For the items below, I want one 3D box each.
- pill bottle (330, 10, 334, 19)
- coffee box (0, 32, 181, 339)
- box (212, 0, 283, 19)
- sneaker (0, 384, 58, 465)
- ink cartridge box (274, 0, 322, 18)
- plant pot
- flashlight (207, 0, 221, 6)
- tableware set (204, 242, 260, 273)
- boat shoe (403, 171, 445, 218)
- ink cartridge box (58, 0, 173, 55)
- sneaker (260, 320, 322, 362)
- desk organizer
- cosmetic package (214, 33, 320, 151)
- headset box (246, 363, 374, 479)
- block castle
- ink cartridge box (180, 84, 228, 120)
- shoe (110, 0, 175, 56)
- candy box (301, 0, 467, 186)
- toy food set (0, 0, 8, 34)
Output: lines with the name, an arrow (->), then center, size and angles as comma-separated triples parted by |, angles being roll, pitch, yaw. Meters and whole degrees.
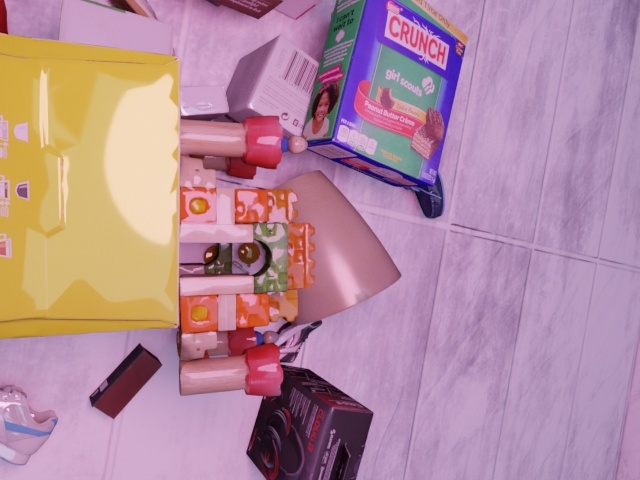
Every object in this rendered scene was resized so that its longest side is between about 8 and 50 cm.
pill bottle -> 0.118, -0.368, 1.034 | 0.169, 0.169, 0.301 | -21, 106, -27
coffee box -> -0.381, -0.067, 0.642 | 0.338, 0.334, 0.337 | 0, 95, -22
box -> -0.165, -0.611, 0.786 | 0.191, 0.143, 0.381 | -6, 82, -50
sneaker -> -0.549, 0.273, 0.756 | 0.092, 0.087, 0.228 | -52, 124, -24
ink cartridge box -> -0.028, -0.602, 0.920 | 0.100, 0.172, 0.237 | 12, 88, -31
plant pot -> 0.000, 0.000, 0.976 | 0.257, 0.256, 0.274 | -24, 91, -27
flashlight -> -0.296, -0.524, 0.798 | 0.304, 0.103, 0.103 | 20, 40, -40
tableware set -> -0.194, 0.040, 0.974 | 0.104, 0.024, 0.154 | 38, 77, -21
boat shoe -> 0.240, -0.175, 1.179 | 0.089, 0.109, 0.258 | -17, 87, -21
ink cartridge box -> -0.340, -0.294, 0.746 | 0.153, 0.208, 0.086 | 4, 90, -32
sneaker -> -0.071, 0.234, 1.036 | 0.178, 0.072, 0.077 | -30, 99, -12
desk organizer -> -0.370, 0.268, 0.877 | 0.130, 0.047, 0.050 | -49, 119, -17
cosmetic package -> -0.090, -0.277, 0.909 | 0.151, 0.184, 0.151 | 27, 80, -31
headset box -> -0.024, 0.410, 0.953 | 0.110, 0.293, 0.218 | 19, 86, -31
block castle -> -0.147, 0.021, 0.820 | 0.213, 0.303, 0.453 | 0, 92, -18
ink cartridge box -> -0.236, -0.252, 0.860 | 0.089, 0.122, 0.052 | -14, 102, -29
shoe -> -0.326, -0.414, 0.817 | 0.058, 0.077, 0.219 | -48, 113, -32
candy box -> 0.129, -0.290, 0.872 | 0.268, 0.122, 0.317 | 15, 86, -36
toy food set -> -0.529, -0.360, 0.691 | 0.111, 0.104, 0.232 | 23, 65, -17
